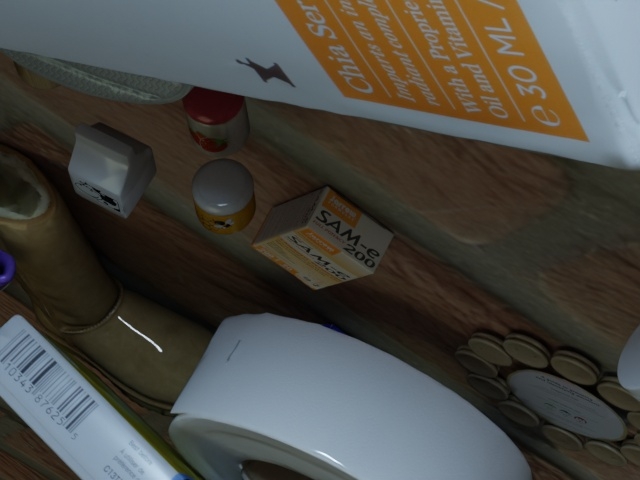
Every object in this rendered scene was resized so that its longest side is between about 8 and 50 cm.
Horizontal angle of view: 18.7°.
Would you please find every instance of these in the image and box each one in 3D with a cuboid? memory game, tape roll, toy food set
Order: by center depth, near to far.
[{"bbox_3d":[-0.137,-0.098,1.231,0.232,0.111,0.104,27,160,13],"label":"toy food set"},{"bbox_3d":[0.186,0.120,1.460,0.186,0.012,0.186,26,159,11],"label":"memory game"},{"bbox_3d":[0.022,0.175,1.557,0.286,0.100,0.286,26,160,10],"label":"tape roll"}]

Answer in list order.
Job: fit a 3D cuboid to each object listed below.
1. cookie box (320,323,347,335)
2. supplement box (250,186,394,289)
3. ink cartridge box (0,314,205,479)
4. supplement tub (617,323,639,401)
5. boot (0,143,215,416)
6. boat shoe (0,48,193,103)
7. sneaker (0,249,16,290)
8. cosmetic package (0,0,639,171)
[{"bbox_3d":[0.015,0.115,1.631,0.107,0.040,0.092,40,157,-25],"label":"cookie box"},{"bbox_3d":[0.000,0.000,1.387,0.062,0.036,0.098,35,158,-16],"label":"supplement box"},{"bbox_3d":[-0.137,0.211,1.662,0.303,0.072,0.307,42,177,14],"label":"ink cartridge box"},{"bbox_3d":[0.249,0.095,1.233,0.107,0.071,0.071,37,158,-18],"label":"supplement tub"},{"bbox_3d":[-0.199,0.037,1.666,0.236,0.089,0.269,19,156,24],"label":"boot"},{"bbox_3d":[-0.188,-0.186,1.122,0.302,0.094,0.109,30,143,3],"label":"boat shoe"},{"bbox_3d":[-0.315,-0.015,1.564,0.170,0.068,0.071,34,145,-28],"label":"sneaker"},{"bbox_3d":[-0.056,-0.190,0.841,0.453,0.161,0.230,14,154,37],"label":"cosmetic package"}]
